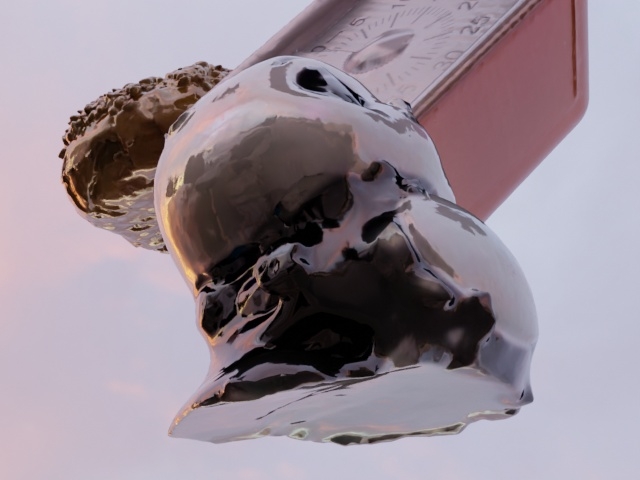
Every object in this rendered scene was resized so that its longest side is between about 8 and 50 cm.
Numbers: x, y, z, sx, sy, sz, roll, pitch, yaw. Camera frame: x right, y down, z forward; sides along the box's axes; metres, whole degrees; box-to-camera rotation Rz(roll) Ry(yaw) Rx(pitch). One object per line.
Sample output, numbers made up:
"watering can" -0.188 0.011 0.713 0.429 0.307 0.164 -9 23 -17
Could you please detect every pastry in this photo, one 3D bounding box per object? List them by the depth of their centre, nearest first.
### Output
"pastry" -0.165 -0.101 1.128 0.255 0.311 0.162 -21 -113 8

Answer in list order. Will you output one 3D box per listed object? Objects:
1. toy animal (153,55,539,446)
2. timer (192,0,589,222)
"toy animal" 0.000 0.000 0.403 0.138 0.166 0.179 -29 -123 15
"timer" 0.052 -0.126 0.766 0.250 0.257 0.161 31 -23 38
